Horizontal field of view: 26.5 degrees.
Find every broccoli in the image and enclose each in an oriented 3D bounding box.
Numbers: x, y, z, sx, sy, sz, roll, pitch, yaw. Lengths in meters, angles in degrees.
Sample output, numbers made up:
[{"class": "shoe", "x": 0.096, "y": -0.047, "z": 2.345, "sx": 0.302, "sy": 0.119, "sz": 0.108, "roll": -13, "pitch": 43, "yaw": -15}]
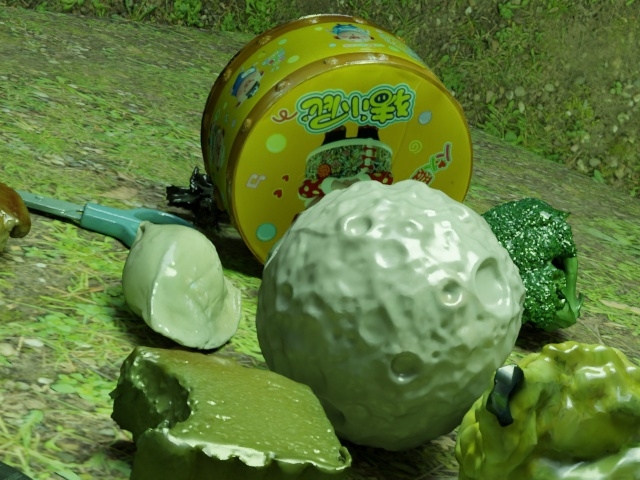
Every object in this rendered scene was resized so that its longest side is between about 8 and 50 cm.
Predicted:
[{"class": "broccoli", "x": 0.337, "y": 0.058, "z": 2.311, "sx": 0.245, "sy": 0.265, "sz": 0.294, "roll": 52, "pitch": 25, "yaw": -4}]

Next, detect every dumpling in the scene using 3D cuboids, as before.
[{"class": "dumpling", "x": -0.184, "y": 0.069, "z": 1.876, "sx": 0.179, "sy": 0.131, "sz": 0.252, "roll": 36, "pitch": 17, "yaw": -25}]

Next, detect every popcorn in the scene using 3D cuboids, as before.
[{"class": "popcorn", "x": 0.270, "y": 0.250, "z": 1.510, "sx": 0.293, "sy": 0.293, "sz": 0.237, "roll": 10, "pitch": -20, "yaw": -23}]

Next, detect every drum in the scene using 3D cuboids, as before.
[{"class": "drum", "x": 0.028, "y": -0.145, "z": 2.220, "sx": 0.431, "sy": 0.431, "sz": 0.214, "roll": 10, "pitch": 25, "yaw": -23}]

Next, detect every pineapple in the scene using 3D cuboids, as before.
[{"class": "pineapple", "x": -0.136, "y": -0.111, "z": 2.468, "sx": 0.175, "sy": 0.175, "sz": 0.361, "roll": 22, "pitch": 26, "yaw": 15}]

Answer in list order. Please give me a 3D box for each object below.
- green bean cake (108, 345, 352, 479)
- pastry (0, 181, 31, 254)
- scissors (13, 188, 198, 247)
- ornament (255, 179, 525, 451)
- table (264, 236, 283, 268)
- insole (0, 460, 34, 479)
[{"class": "green bean cake", "x": -0.106, "y": 0.221, "z": 1.428, "sx": 0.232, "sy": 0.124, "sz": 0.236, "roll": 13, "pitch": 17, "yaw": -17}, {"class": "pastry", "x": -0.524, "y": -0.041, "z": 1.910, "sx": 0.229, "sy": 0.100, "sz": 0.218, "roll": 9, "pitch": 21, "yaw": -42}, {"class": "scissors", "x": -0.411, "y": -0.050, "z": 2.180, "sx": 0.447, "sy": 0.029, "sz": 0.192, "roll": 15, "pitch": 16, "yaw": -9}, {"class": "ornament", "x": 0.075, "y": 0.087, "z": 1.684, "sx": 0.337, "sy": 0.337, "sz": 0.337, "roll": 16, "pitch": 16, "yaw": -5}, {"class": "table", "x": -0.003, "y": 0.079, "z": 2.001, "sx": 0.126, "sy": 0.126, "sz": 0.220, "roll": 12, "pitch": 18, "yaw": -18}, {"class": "insole", "x": -0.424, "y": 0.204, "z": 1.360, "sx": 0.309, "sy": 0.012, "sz": 0.110, "roll": 22, "pitch": 18, "yaw": 13}]
